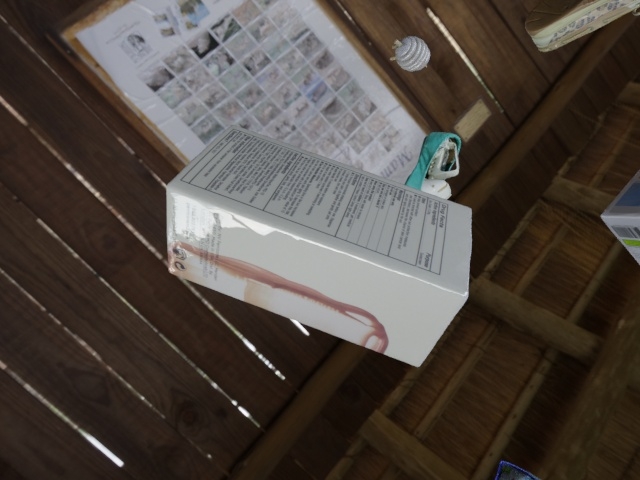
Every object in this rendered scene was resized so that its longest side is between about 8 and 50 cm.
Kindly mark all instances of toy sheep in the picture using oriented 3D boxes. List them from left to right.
[{"bbox_3d":[0.234,-0.487,1.126,0.132,0.091,0.091,6,154,-40],"label":"toy sheep"}]

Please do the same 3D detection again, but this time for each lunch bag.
[{"bbox_3d":[0.403,0.483,0.770,0.151,0.129,0.096,-8,-134,59],"label":"lunch bag"}]

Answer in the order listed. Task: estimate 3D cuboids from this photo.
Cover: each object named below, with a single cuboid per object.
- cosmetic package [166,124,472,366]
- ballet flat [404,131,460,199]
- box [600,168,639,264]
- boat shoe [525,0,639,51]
[{"bbox_3d":[0.000,0.000,0.482,0.153,0.296,0.129,-63,172,-49],"label":"cosmetic package"},{"bbox_3d":[0.223,-0.123,0.855,0.087,0.083,0.247,0,-123,43],"label":"ballet flat"},{"bbox_3d":[0.406,-0.061,0.418,0.203,0.103,0.114,-48,-168,-5],"label":"box"},{"bbox_3d":[0.564,-0.477,0.851,0.285,0.089,0.104,-13,-122,41],"label":"boat shoe"}]
